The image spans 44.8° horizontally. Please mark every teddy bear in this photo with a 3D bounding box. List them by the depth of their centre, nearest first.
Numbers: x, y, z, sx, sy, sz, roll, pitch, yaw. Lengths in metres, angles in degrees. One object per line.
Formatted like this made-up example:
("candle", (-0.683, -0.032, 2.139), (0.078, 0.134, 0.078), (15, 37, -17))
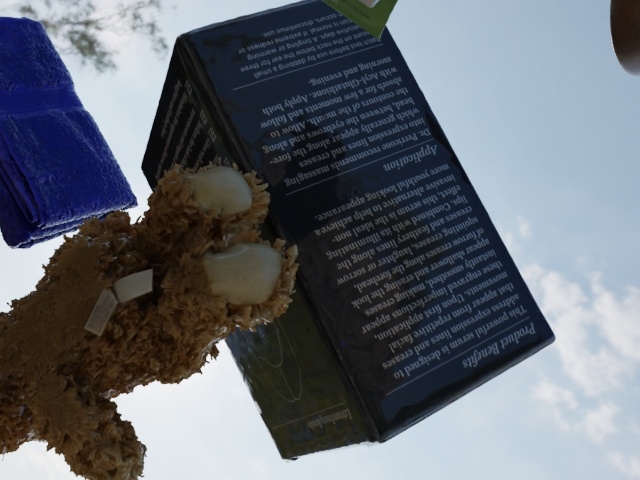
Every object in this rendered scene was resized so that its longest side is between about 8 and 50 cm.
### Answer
("teddy bear", (-0.163, 0.071, 0.625), (0.245, 0.338, 0.113), (44, -1, 35))

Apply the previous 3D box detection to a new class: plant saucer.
("plant saucer", (0.314, -0.231, 0.697), (0.029, 0.168, 0.168), (23, -50, 43))

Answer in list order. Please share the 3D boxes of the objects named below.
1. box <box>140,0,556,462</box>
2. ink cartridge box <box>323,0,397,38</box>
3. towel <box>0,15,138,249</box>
("box", (0.000, 0.000, 0.814), (0.395, 0.212, 0.293), (64, -25, 8))
("ink cartridge box", (0.010, -0.193, 0.384), (0.109, 0.062, 0.209), (34, -37, 5))
("towel", (-0.385, -0.155, 1.032), (0.076, 0.227, 0.308), (-28, -89, 35))
